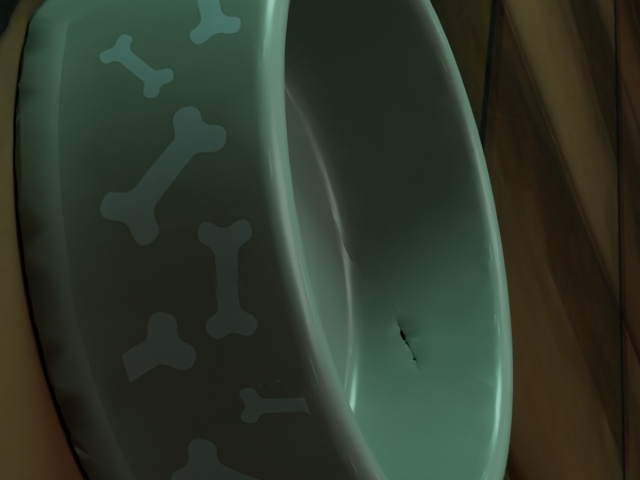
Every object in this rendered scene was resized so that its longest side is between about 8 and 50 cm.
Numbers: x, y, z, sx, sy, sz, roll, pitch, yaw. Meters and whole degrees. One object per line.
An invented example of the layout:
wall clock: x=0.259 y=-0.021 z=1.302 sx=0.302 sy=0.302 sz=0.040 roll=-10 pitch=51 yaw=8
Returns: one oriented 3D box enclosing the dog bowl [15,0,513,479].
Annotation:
dog bowl: x=0.000 y=0.000 z=0.633 sx=0.348 sy=0.102 sz=0.349 roll=-12 pitch=90 yaw=-68
